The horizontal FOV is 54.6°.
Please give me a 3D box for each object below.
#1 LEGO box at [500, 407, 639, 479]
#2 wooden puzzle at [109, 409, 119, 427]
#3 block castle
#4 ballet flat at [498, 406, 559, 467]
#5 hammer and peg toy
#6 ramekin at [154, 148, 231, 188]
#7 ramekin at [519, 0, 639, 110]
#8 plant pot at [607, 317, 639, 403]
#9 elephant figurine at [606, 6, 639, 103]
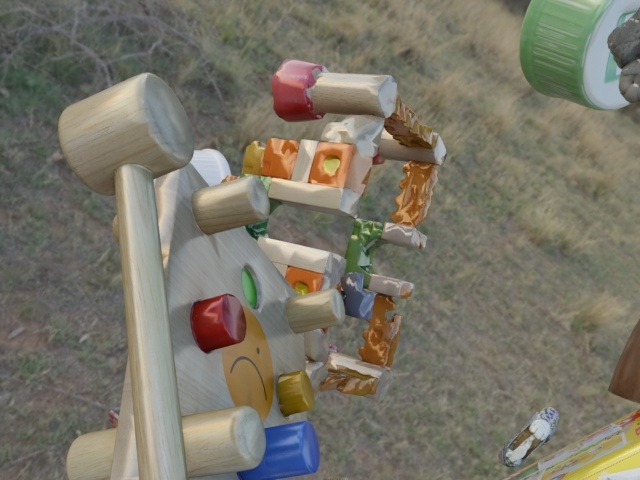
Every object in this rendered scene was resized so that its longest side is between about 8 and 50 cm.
[{"bbox_3d":[0.458,0.489,1.091,0.193,0.500,0.372,61,17,19],"label":"LEGO box"},{"bbox_3d":[-0.355,0.328,1.097,0.049,0.083,0.006,37,50,12],"label":"wooden puzzle"},{"bbox_3d":[0.000,0.000,0.896,0.213,0.453,0.303,12,-5,31],"label":"block castle"},{"bbox_3d":[0.313,0.296,0.921,0.041,0.114,0.041,45,2,-2],"label":"ballet flat"},{"bbox_3d":[-0.087,0.080,0.452,0.361,0.128,0.265,56,25,-51],"label":"hammer and peg toy"},{"bbox_3d":[-0.332,-0.099,1.525,0.127,0.273,0.272,6,45,-35],"label":"ramekin"},{"bbox_3d":[0.550,-0.399,1.189,0.304,0.303,0.148,16,22,-38],"label":"ramekin"},{"bbox_3d":[0.787,0.256,1.398,0.216,0.230,0.215,12,-1,0],"label":"plant pot"},{"bbox_3d":[0.459,-0.236,0.735,0.239,0.186,0.169,-19,83,-39],"label":"elephant figurine"}]
